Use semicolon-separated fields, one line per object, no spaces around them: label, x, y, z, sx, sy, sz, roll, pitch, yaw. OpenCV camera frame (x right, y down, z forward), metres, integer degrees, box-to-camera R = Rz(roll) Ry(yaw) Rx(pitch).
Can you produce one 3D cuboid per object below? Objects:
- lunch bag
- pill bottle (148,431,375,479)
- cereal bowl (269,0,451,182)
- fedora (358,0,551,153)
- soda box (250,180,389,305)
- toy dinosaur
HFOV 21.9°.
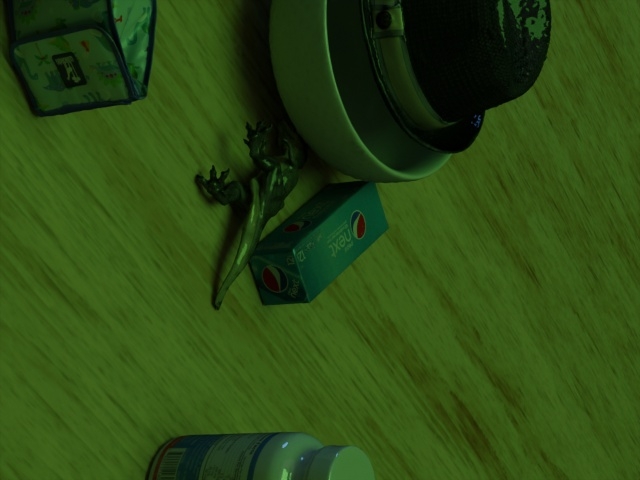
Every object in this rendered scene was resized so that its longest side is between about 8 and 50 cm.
lunch bag;-0.230;-0.201;1.596;0.096;0.129;0.151;-4;88;-58
pill bottle;-0.059;0.260;1.704;0.124;0.221;0.124;11;77;-56
cereal bowl;0.043;-0.232;2.001;0.339;0.141;0.339;12;75;-56
fedora;0.178;-0.273;1.947;0.334;0.152;0.334;13;74;-55
soda box;0.000;0.000;1.969;0.210;0.067;0.071;-41;120;-50
toy dinosaur;-0.077;-0.060;1.874;0.268;0.064;0.118;-64;142;-34
